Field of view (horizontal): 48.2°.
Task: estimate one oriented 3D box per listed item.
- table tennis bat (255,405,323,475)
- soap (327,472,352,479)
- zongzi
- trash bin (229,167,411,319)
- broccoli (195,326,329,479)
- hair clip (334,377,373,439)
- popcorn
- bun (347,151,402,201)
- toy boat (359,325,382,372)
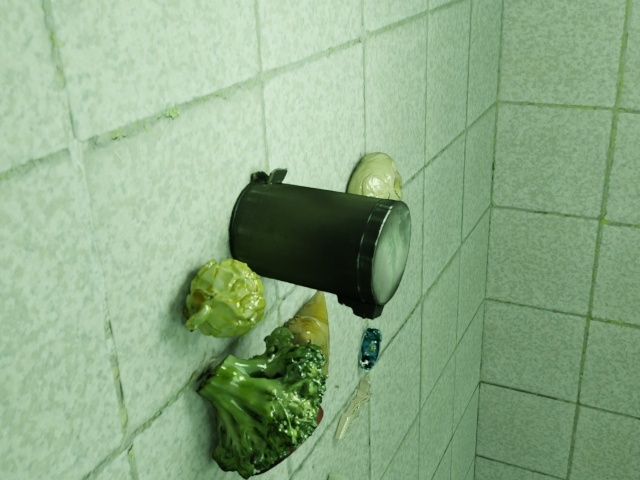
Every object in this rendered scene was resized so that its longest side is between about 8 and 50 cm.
[{"bbox_3d":[-0.072,0.414,1.564,0.038,0.200,0.310,53,10,-1],"label":"table tennis bat"},{"bbox_3d":[0.060,0.744,2.048,0.121,0.064,0.183,-68,152,-21],"label":"soap"},{"bbox_3d":[-0.017,0.234,1.677,0.197,0.099,0.194,-60,149,-51],"label":"zongzi"},{"bbox_3d":[0.000,0.000,1.380,0.203,0.302,0.252,-11,111,-65],"label":"trash bin"},{"bbox_3d":[-0.130,0.301,1.388,0.245,0.248,0.288,41,66,-20],"label":"broccoli"},{"bbox_3d":[0.095,0.485,2.068,0.226,0.034,0.072,-43,133,-50],"label":"hair clip"},{"bbox_3d":[-0.165,0.104,1.262,0.162,0.136,0.141,10,96,-67],"label":"popcorn"},{"bbox_3d":[0.152,-0.115,1.879,0.210,0.116,0.237,1,97,-64],"label":"bun"},{"bbox_3d":[0.144,0.317,2.081,0.061,0.060,0.137,-38,141,-82],"label":"toy boat"}]
